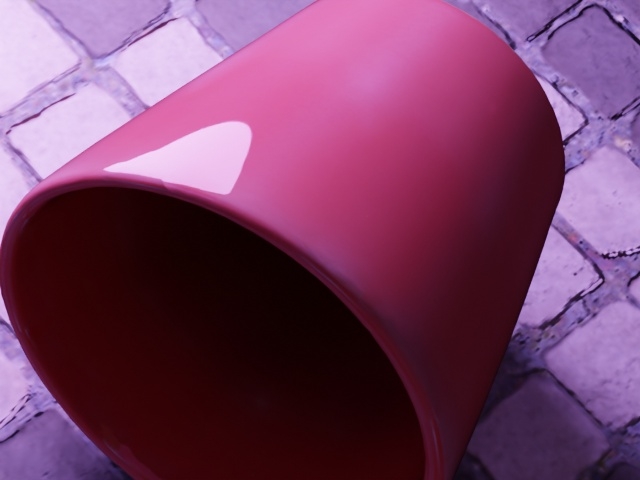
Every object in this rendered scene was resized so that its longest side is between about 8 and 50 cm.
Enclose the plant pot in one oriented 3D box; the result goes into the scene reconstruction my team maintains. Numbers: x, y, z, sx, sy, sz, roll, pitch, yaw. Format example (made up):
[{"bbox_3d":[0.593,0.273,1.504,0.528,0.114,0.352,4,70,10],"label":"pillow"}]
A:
[{"bbox_3d":[0.000,0.000,0.982,0.275,0.275,0.243,33,52,8],"label":"plant pot"}]
